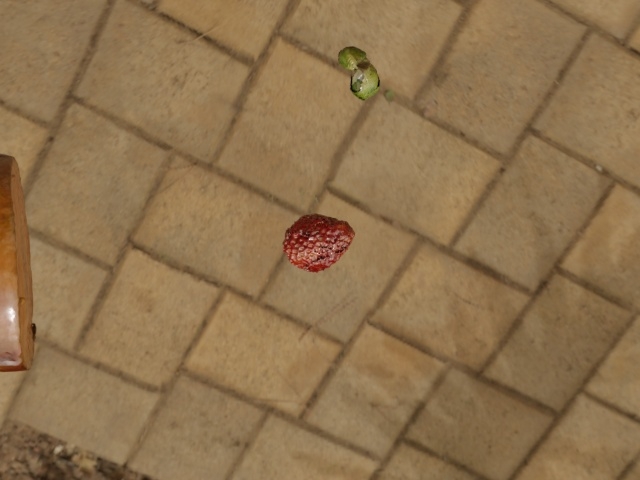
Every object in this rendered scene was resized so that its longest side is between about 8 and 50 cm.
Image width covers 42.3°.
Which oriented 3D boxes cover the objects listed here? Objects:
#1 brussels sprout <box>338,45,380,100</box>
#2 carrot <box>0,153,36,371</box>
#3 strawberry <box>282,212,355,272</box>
[{"bbox_3d":[0.055,-0.248,1.209,0.051,0.046,0.083,-32,86,51],"label":"brussels sprout"},{"bbox_3d":[-0.450,0.031,1.160,0.100,0.258,0.307,3,93,-15],"label":"carrot"},{"bbox_3d":[0.000,0.000,1.135,0.096,0.083,0.083,-25,110,28],"label":"strawberry"}]
